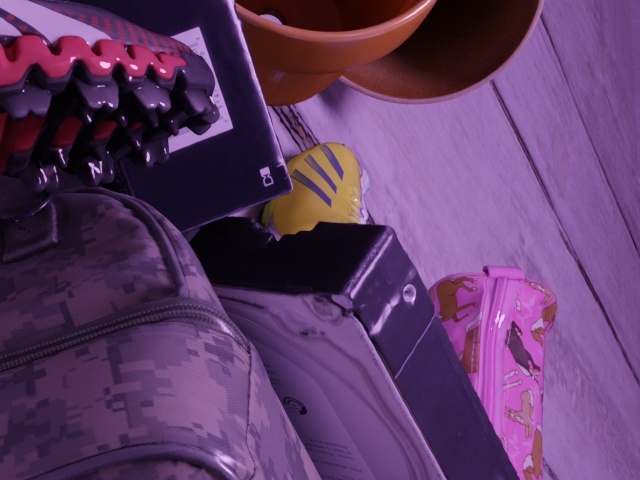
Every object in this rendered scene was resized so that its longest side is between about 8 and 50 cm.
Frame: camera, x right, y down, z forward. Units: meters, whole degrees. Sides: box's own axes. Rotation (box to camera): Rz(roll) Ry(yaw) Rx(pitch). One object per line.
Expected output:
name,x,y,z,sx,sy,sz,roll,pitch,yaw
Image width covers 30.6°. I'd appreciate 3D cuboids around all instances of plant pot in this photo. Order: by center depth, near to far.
plant pot,-0.023,-0.193,0.852,0.188,0.205,0.205,123,-31,-67
plant pot,0.097,-0.289,1.179,0.254,0.237,0.237,-79,152,-64

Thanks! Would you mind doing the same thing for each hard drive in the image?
hard drive,0.002,0.127,0.758,0.064,0.237,0.339,-55,132,-32

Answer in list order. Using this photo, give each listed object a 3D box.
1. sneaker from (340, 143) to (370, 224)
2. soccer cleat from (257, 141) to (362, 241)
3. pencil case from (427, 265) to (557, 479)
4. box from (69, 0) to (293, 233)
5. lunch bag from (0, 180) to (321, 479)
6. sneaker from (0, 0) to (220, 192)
sneaker,0.018,-0.053,1.118,0.098,0.038,0.069,-85,153,-49
soccer cleat,0.000,0.001,0.949,0.289,0.121,0.093,-58,134,-56
pencil case,0.162,0.214,1.197,0.160,0.167,0.386,34,47,-30
box,-0.102,-0.098,0.701,0.158,0.093,0.156,-145,-145,-66
lunch bag,-0.093,0.145,0.588,0.256,0.213,0.305,-97,166,-58
sneaker,-0.174,-0.095,0.535,0.276,0.097,0.135,-2,62,-36
